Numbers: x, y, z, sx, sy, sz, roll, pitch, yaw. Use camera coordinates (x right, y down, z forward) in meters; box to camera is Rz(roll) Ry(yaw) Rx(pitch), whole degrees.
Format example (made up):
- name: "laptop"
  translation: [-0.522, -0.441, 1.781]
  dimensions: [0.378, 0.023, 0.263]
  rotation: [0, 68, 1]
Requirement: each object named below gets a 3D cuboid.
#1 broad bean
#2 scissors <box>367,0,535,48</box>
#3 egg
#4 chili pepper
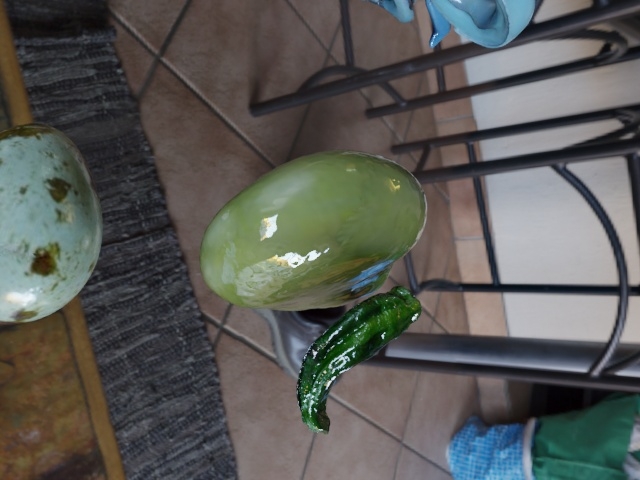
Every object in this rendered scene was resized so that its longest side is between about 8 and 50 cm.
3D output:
- name: "broad bean"
  translation: [0.000, -0.001, 0.662]
  dimensions: [0.119, 0.238, 0.291]
  rotation: [69, 14, 17]
- name: "scissors"
  translation: [-0.018, -0.206, 0.241]
  dimensions: [0.032, 0.180, 0.393]
  rotation: [-49, 141, 2]
- name: "egg"
  translation: [-0.325, -0.023, 0.689]
  dimensions: [0.169, 0.169, 0.231]
  rotation: [25, 58, -47]
- name: "chili pepper"
  translation: [0.021, 0.075, 0.423]
  dimensions: [0.055, 0.035, 0.118]
  rotation: [42, 81, -30]
